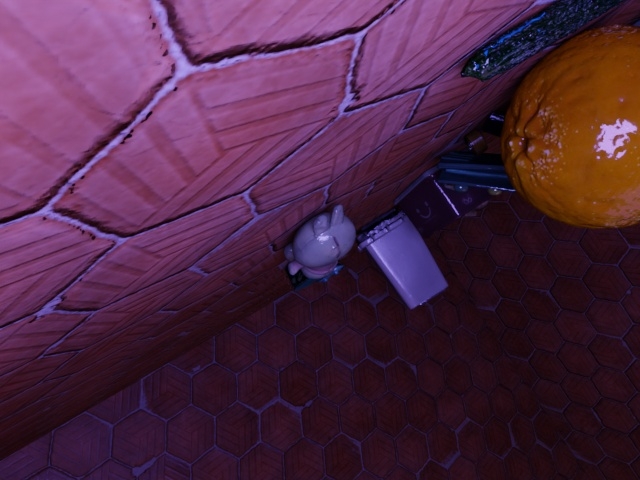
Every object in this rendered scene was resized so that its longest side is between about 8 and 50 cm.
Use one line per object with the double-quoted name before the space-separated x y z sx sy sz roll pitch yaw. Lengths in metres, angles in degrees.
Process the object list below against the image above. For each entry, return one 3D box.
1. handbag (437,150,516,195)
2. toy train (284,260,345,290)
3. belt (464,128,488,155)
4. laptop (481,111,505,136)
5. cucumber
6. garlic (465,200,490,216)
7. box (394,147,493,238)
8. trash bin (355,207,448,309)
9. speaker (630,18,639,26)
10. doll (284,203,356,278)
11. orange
"handbag" 0.436 -0.157 1.210 0.274 0.100 0.269 7 -163 19
"toy train" -0.021 0.084 1.558 0.154 0.107 0.198 -19 168 -35
"belt" 0.371 -0.232 1.176 0.036 0.059 0.083 -34 176 12
"laptop" 0.471 -0.238 1.127 0.135 0.197 0.016 11 102 -79
"cucumber" 0.276 -0.257 0.573 0.256 0.043 0.044 -31 169 -3
"garlic" 0.486 -0.179 1.676 0.160 0.191 0.214 -6 177 9
"box" 0.379 -0.135 1.514 0.193 0.167 0.294 -32 175 -18
"trash bin" 0.322 0.073 1.919 0.256 0.368 0.296 -31 173 -2
"speaker" 0.690 -0.369 1.167 0.406 0.183 0.184 -35 168 23
"doll" 0.005 0.012 1.030 0.155 0.113 0.275 -27 174 -19
"orange" 0.472 -0.184 0.842 0.293 0.341 0.340 -6 167 -14
